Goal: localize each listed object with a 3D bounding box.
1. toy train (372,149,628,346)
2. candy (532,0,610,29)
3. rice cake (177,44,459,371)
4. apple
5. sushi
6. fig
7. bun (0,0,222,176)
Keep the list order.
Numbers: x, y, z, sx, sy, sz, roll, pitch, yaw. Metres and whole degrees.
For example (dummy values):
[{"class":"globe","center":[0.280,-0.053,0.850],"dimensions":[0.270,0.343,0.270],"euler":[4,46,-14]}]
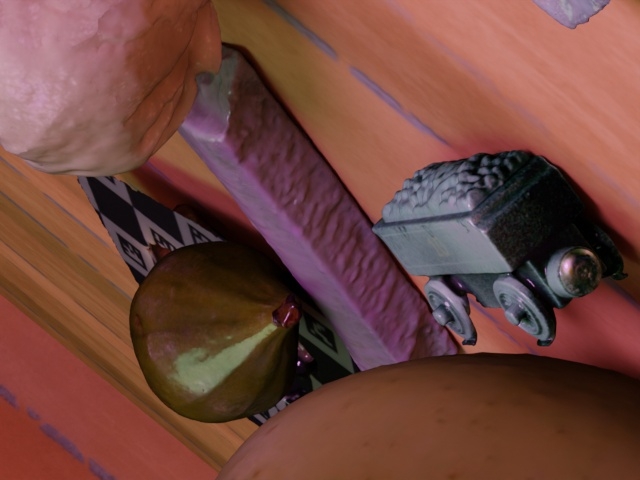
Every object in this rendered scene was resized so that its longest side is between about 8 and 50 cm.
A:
[{"class":"toy train","center":[0.089,0.001,1.017],"dimensions":[0.099,0.070,0.172],"euler":[53,164,-10]},{"class":"candy","center":[-0.012,-0.165,0.751],"dimensions":[0.292,0.059,0.086],"euler":[35,168,21]},{"class":"rice cake","center":[0.000,0.000,1.282],"dimensions":[0.072,0.056,0.365],"euler":[26,162,39]},{"class":"apple","center":[0.117,0.291,1.086],"dimensions":[0.473,0.474,0.473],"euler":[37,167,10]},{"class":"sushi","center":[-0.033,0.066,1.601],"dimensions":[0.339,0.069,0.320],"euler":[28,153,43]},{"class":"fig","center":[-0.073,0.054,1.355],"dimensions":[0.126,0.133,0.185],"euler":[13,162,3]},{"class":"bun","center":[-0.138,-0.140,0.998],"dimensions":[0.229,0.145,0.229],"euler":[63,177,6]}]
